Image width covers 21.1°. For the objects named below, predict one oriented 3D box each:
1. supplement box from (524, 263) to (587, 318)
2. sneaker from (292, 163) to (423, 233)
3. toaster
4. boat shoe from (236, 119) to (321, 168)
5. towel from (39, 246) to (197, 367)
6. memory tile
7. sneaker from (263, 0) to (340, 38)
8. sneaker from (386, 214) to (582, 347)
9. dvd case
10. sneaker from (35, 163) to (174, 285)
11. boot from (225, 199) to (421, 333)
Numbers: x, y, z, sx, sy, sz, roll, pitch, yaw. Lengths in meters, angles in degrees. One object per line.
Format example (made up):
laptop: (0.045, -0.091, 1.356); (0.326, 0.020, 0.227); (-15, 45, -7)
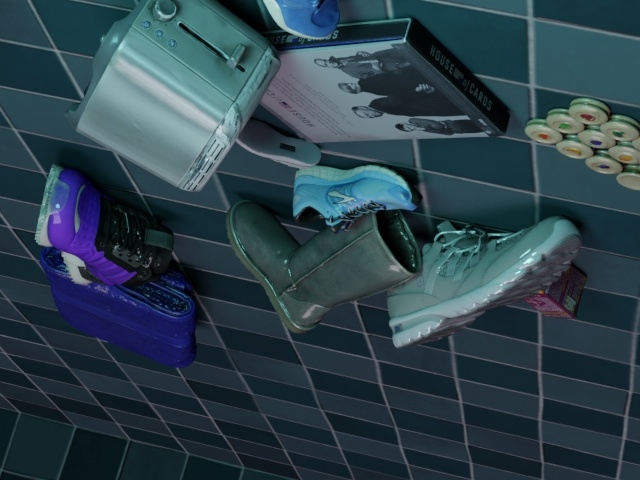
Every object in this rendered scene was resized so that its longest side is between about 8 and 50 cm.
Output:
supplement box: (0.257, 0.048, 1.936); (0.043, 0.055, 0.083); (1, 155, 41)
sneaker: (0.038, -0.037, 1.847); (0.162, 0.073, 0.063); (0, 156, 38)
toaster: (-0.136, -0.137, 1.571); (0.146, 0.129, 0.227); (33, 150, -6)
boat shoe: (-0.050, -0.099, 1.811); (0.100, 0.035, 0.035); (16, 160, -19)
towel: (-0.278, 0.085, 2.464); (0.227, 0.076, 0.308); (22, 162, 4)
memory tile: (0.273, -0.088, 1.607); (0.148, 0.012, 0.113); (23, 160, -21)
sneaker: (-0.004, -0.212, 1.414); (0.084, 0.058, 0.152); (13, 156, 36)
sneaker: (0.161, 0.025, 1.882); (0.105, 0.115, 0.281); (-8, 164, -46)
dvd case: (0.033, -0.145, 1.617); (0.238, 0.030, 0.179); (1, 156, 39)
sneaker: (-0.255, -0.013, 2.135); (0.146, 0.102, 0.293); (9, 165, 8)
boot: (0.001, -0.002, 1.951); (0.190, 0.076, 0.208); (54, 141, 2)
